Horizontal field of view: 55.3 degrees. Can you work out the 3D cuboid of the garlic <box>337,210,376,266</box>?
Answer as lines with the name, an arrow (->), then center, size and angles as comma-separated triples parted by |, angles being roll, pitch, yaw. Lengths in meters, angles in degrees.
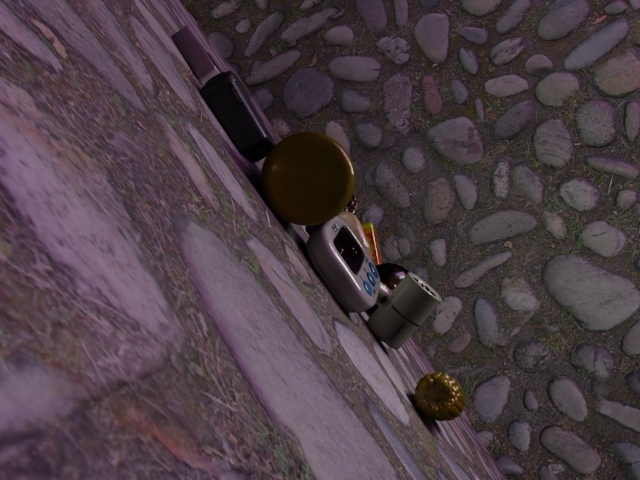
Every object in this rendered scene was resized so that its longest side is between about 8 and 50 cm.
garlic -> 0.090, -0.008, 2.079 | 0.164, 0.145, 0.245 | 44, 3, -45

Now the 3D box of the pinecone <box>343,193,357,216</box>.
pinecone -> 0.054, -0.117, 2.390 | 0.168, 0.186, 0.212 | -82, 165, -46

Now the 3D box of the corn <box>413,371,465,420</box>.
corn -> 0.336, 0.440, 1.698 | 0.131, 0.131, 0.344 | 58, 4, 24

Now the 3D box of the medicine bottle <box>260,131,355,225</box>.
medicine bottle -> -0.033, -0.170, 1.585 | 0.224, 0.224, 0.384 | 55, 4, -9

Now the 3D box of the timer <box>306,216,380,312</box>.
timer -> 0.060, 0.060, 1.568 | 0.237, 0.087, 0.262 | 54, 18, -7

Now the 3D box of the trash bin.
trash bin -> -0.220, -0.337, 1.643 | 0.236, 0.101, 0.177 | 59, 3, 7

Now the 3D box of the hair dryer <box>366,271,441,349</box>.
hair dryer -> 0.149, 0.134, 1.751 | 0.362, 0.203, 0.128 | 37, 11, -10

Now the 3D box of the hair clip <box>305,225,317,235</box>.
hair clip -> 0.000, 0.000, 1.902 | 0.083, 0.048, 0.275 | 55, 0, 9

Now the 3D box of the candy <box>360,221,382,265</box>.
candy -> 0.198, 0.076, 2.450 | 0.146, 0.088, 0.275 | 41, 38, -76

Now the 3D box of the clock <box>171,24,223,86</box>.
clock -> -0.351, -0.529, 1.834 | 0.197, 0.063, 0.150 | 57, 6, 20

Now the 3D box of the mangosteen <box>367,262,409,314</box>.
mangosteen -> 0.213, 0.169, 2.046 | 0.192, 0.192, 0.217 | 55, -16, -9
